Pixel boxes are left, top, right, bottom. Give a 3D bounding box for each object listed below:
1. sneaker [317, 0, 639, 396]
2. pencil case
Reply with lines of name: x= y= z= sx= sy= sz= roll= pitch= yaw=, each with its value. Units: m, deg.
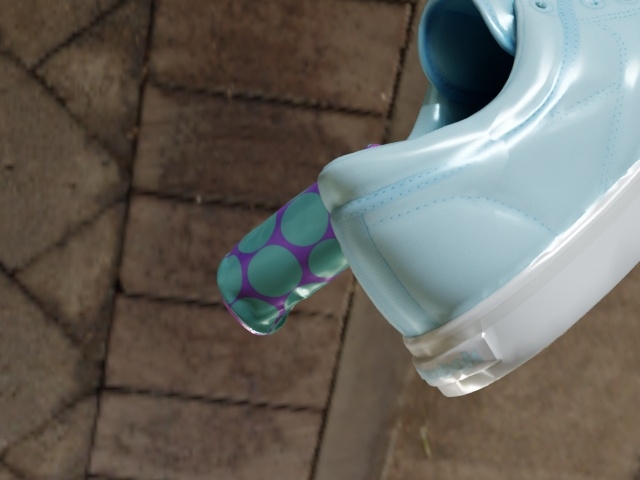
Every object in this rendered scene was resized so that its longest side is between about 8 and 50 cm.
sneaker: x=0.135 y=-0.090 z=0.867 sx=0.150 sy=0.366 sz=0.135 roll=52 pitch=141 yaw=-11
pencil case: x=0.000 y=0.000 z=1.203 sx=0.152 sy=0.064 sz=0.070 roll=-37 pitch=136 yaw=21
